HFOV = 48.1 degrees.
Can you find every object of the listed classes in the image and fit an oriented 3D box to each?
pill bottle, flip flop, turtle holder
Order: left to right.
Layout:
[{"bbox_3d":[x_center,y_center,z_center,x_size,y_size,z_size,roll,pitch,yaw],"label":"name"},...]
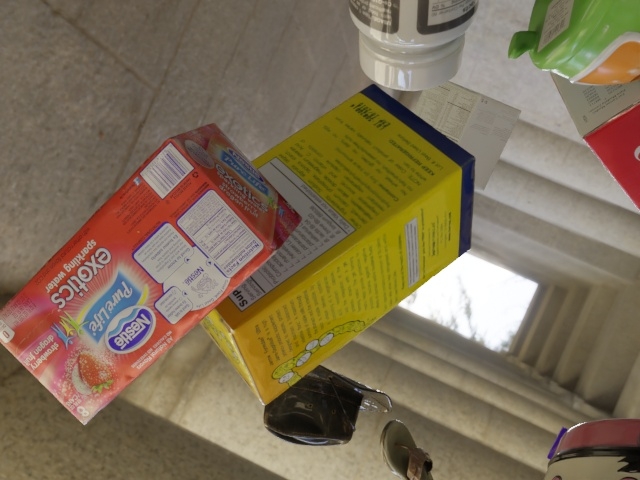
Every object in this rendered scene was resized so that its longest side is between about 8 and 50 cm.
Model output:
[{"bbox_3d":[0.140,-0.418,1.064,0.361,0.204,0.204,86,26,-48],"label":"pill bottle"},{"bbox_3d":[0.232,0.546,1.706,0.080,0.277,0.112,-23,-174,43],"label":"flip flop"},{"bbox_3d":[0.439,-0.377,1.087,0.243,0.227,0.320,118,-12,-46],"label":"turtle holder"}]

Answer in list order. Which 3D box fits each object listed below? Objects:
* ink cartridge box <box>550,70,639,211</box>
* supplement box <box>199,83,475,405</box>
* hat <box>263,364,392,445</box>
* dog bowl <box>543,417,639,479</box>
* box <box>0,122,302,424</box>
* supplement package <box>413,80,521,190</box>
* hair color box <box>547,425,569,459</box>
[{"bbox_3d":[0.560,-0.161,1.247,0.130,0.309,0.272,-33,-144,27],"label":"ink cartridge box"},{"bbox_3d":[0.000,0.000,0.913,0.356,0.194,0.195,-35,146,-16],"label":"supplement box"},{"bbox_3d":[-0.026,0.342,1.440,0.331,0.331,0.134,94,13,-68],"label":"hat"},{"bbox_3d":[0.446,0.332,0.833,0.408,0.407,0.150,96,11,-65],"label":"dog bowl"},{"bbox_3d":[-0.156,0.028,0.655,0.257,0.128,0.122,-42,-176,17],"label":"box"},{"bbox_3d":[0.311,-0.241,1.625,0.194,0.149,0.203,4,114,-49],"label":"supplement package"},{"bbox_3d":[0.766,0.609,1.826,0.110,0.185,0.339,-61,-157,-6],"label":"hair color box"}]
